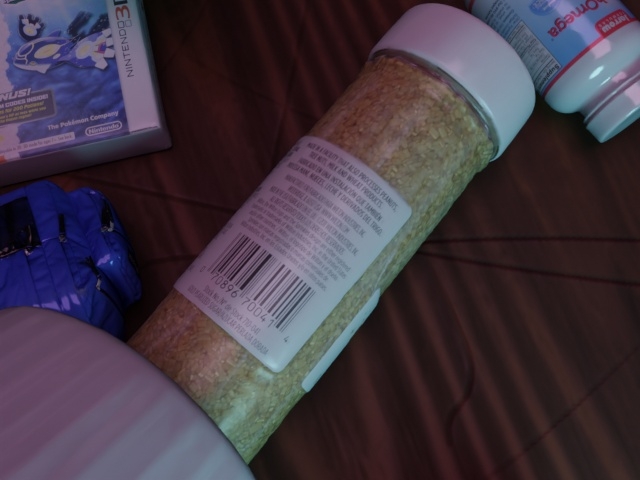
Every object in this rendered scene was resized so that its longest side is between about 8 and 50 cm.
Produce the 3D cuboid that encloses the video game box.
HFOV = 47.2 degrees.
[{"bbox_3d":[-0.238,-0.143,0.590,0.205,0.048,0.187,-14,73,-3],"label":"video game box"}]

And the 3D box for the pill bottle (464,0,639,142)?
[{"bbox_3d":[0.191,-0.157,0.565,0.087,0.087,0.160,-35,77,-8],"label":"pill bottle"}]

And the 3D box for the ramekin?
[{"bbox_3d":[-0.150,0.169,0.390,0.277,0.277,0.135,36,44,10],"label":"ramekin"}]

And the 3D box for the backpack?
[{"bbox_3d":[-0.177,0.028,0.501,0.101,0.098,0.120,-22,56,-3],"label":"backpack"}]

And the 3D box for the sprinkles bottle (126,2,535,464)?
[{"bbox_3d":[0.000,0.000,0.509,0.121,0.121,0.355,38,79,10],"label":"sprinkles bottle"}]
